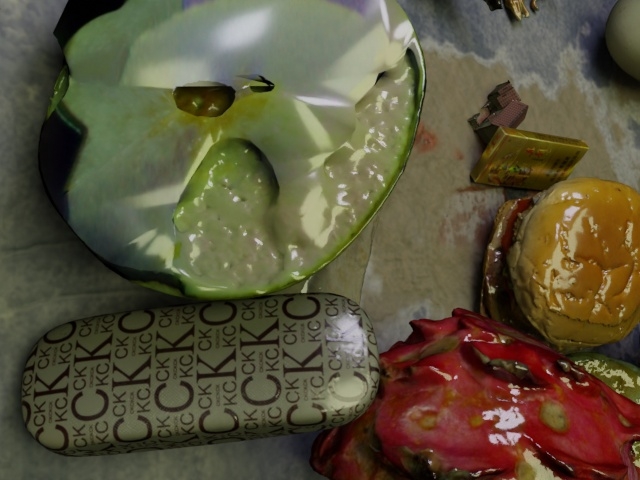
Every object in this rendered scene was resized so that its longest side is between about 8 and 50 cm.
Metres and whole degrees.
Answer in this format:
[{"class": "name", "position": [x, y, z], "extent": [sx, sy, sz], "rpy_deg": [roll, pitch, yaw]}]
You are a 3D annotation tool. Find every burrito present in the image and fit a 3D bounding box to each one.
[{"class": "burrito", "position": [0.003, 0.001, 1.028], "extent": [0.143, 0.105, 0.299], "rpy_deg": [24, 71, -29]}]

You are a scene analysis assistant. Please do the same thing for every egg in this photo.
[{"class": "egg", "position": [0.547, -0.322, 1.328], "extent": [0.253, 0.188, 0.188], "rpy_deg": [-12, 90, -24]}]

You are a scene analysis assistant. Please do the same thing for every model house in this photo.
[{"class": "model house", "position": [0.256, -0.181, 1.219], "extent": [0.083, 0.058, 0.057], "rpy_deg": [-43, 105, -26]}]

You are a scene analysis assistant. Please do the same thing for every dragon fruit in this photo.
[{"class": "dragon fruit", "position": [0.189, 0.214, 0.954], "extent": [0.386, 0.371, 0.249], "rpy_deg": [20, 78, -14]}]

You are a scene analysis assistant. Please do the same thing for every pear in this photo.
[{"class": "pear", "position": [-0.091, -0.115, 0.917], "extent": [0.399, 0.165, 0.399], "rpy_deg": [0, 73, 0]}]

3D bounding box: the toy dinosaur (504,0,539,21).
[{"class": "toy dinosaur", "position": [0.315, -0.438, 1.281], "extent": [0.142, 0.057, 0.212], "rpy_deg": [-18, 95, -12]}]

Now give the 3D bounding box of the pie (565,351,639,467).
[{"class": "pie", "position": [0.361, 0.300, 1.168], "extent": [0.323, 0.070, 0.323], "rpy_deg": [1, 85, -9]}]

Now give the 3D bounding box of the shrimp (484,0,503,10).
[{"class": "shrimp", "position": [0.182, -0.524, 1.165], "extent": [0.272, 0.085, 0.445], "rpy_deg": [-22, 90, -7]}]

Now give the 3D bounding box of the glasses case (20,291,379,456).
[{"class": "glasses case", "position": [-0.119, 0.131, 0.865], "extent": [0.354, 0.085, 0.137], "rpy_deg": [-7, 64, 2]}]

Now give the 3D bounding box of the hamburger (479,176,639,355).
[{"class": "hamburger", "position": [0.336, 0.039, 1.177], "extent": [0.244, 0.163, 0.244], "rpy_deg": [2, 85, -32]}]

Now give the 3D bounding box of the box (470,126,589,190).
[{"class": "box", "position": [0.293, -0.111, 1.220], "extent": [0.156, 0.089, 0.022], "rpy_deg": [5, 40, -31]}]
